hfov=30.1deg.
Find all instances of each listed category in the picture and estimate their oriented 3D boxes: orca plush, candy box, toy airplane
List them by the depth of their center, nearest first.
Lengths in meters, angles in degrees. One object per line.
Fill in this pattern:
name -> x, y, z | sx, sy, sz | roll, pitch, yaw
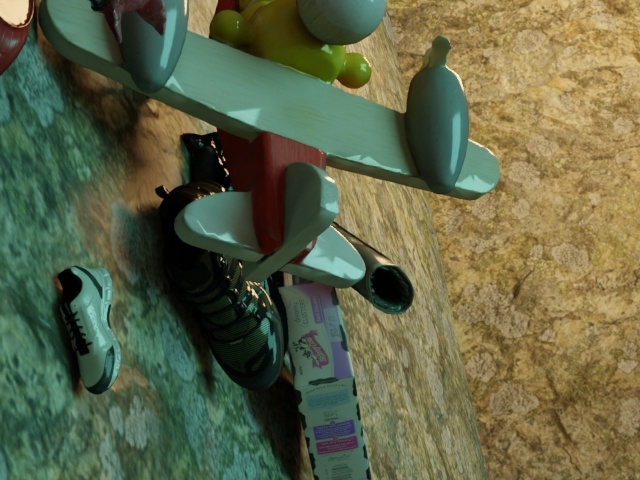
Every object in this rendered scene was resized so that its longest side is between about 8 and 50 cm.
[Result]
toy airplane -> -0.027, -0.147, 1.152 | 0.384, 0.272, 0.386 | 43, 31, 12
orca plush -> -0.068, 0.006, 1.337 | 0.151, 0.102, 0.287 | 47, 31, -63
candy box -> 0.006, 0.171, 1.410 | 0.165, 0.070, 0.196 | -101, -179, -48

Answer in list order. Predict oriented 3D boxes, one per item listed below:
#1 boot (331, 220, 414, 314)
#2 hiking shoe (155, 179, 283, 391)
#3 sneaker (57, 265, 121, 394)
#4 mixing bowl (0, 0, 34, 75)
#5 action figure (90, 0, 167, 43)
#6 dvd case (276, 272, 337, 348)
boot -> 0.001, -0.002, 1.429 | 0.189, 0.076, 0.208 | 31, 11, -43
hiking shoe -> -0.113, 0.051, 1.194 | 0.227, 0.086, 0.114 | 67, 22, 4
sneaker -> -0.188, 0.070, 0.947 | 0.043, 0.040, 0.109 | 21, 50, -53
mixing bowl -> -0.255, -0.168, 0.790 | 0.181, 0.098, 0.182 | -15, 90, -77
action figure -> -0.180, -0.336, 0.911 | 0.248, 0.275, 0.370 | -74, 143, -70
dvd case -> -0.019, 0.088, 1.604 | 0.239, 0.029, 0.179 | 54, 25, -54
